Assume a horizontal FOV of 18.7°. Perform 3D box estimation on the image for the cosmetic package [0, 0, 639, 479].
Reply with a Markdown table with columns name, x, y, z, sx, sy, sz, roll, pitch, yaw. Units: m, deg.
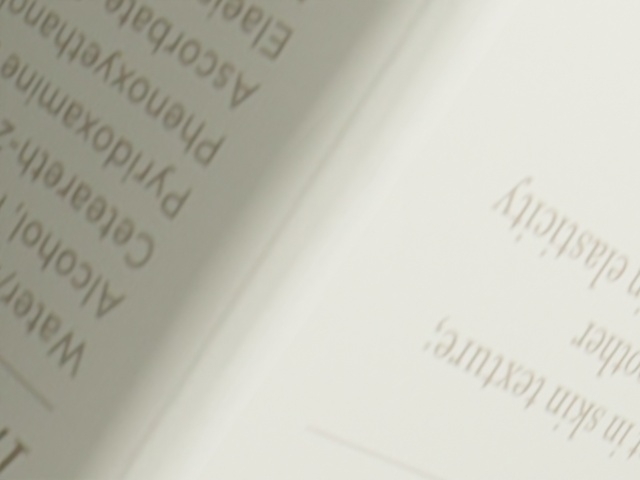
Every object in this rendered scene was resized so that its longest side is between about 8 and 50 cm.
| name | x | y | z | sx | sy | sz | roll | pitch | yaw |
| --- | --- | --- | --- | --- | --- | --- | --- | --- | --- |
| cosmetic package | -0.041 | 0.020 | 0.589 | 0.393 | 0.327 | 0.329 | -56 | 141 | 4 |
